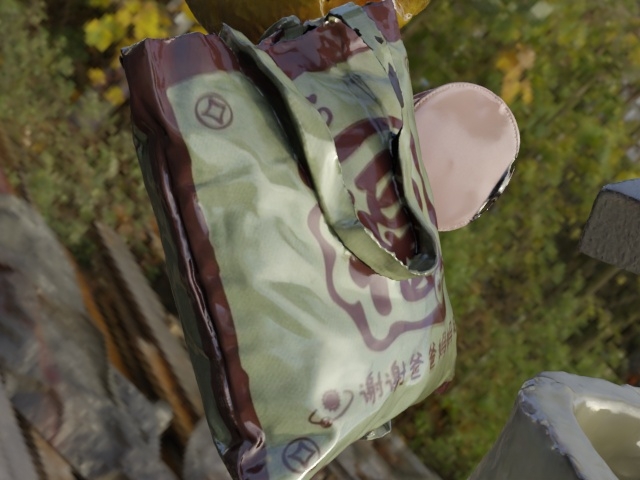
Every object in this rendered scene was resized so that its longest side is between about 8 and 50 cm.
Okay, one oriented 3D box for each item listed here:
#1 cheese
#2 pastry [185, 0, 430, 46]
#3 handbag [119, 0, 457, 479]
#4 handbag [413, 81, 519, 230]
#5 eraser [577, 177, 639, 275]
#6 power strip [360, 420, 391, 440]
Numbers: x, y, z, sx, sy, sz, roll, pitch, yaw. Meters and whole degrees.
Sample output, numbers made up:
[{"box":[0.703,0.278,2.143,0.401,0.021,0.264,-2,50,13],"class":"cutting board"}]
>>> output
[{"box":[0.283,0.262,1.019,0.292,0.153,0.332,7,33,-38],"class":"cheese"},{"box":[0.002,-0.337,1.303,0.164,0.356,0.356,36,14,-46],"class":"pastry"},{"box":[0.000,0.000,0.627,0.213,0.127,0.235,-22,103,-52],"class":"handbag"},{"box":[0.157,-0.108,1.586,0.179,0.205,0.116,33,5,-16],"class":"handbag"},{"box":[0.526,0.017,1.604,0.352,0.111,0.077,22,39,11],"class":"eraser"},{"box":[0.025,0.171,1.198,0.191,0.030,0.048,-20,-94,66],"class":"power strip"}]
